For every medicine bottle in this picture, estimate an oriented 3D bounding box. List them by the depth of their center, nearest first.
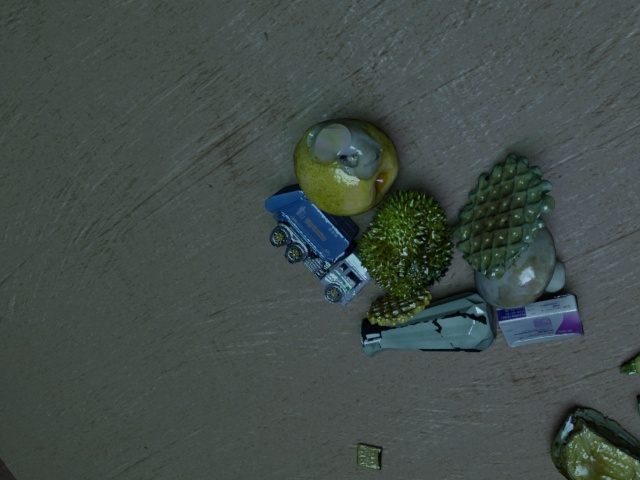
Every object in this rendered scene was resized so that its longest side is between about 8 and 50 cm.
[{"bbox_3d":[0.580,0.213,1.594,0.201,0.052,0.171,-13,143,19],"label":"medicine bottle"}]

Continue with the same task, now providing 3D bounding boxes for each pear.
[{"bbox_3d":[0.062,-0.193,1.554,0.271,0.271,0.271,5,108,15],"label":"pear"}]

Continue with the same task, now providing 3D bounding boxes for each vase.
[{"bbox_3d":[0.295,0.246,1.679,0.360,0.165,0.165,-13,103,24],"label":"vase"}]

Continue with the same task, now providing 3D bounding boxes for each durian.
[{"bbox_3d":[0.221,0.007,1.569,0.225,0.291,0.291,18,119,58],"label":"durian"}]

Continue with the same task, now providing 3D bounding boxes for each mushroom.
[{"bbox_3d":[0.521,0.071,1.533,0.244,0.243,0.243,5,108,15],"label":"mushroom"}]

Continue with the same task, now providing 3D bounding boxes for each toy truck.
[{"bbox_3d":[0.000,0.000,1.686,0.175,0.146,0.367,-40,95,27],"label":"toy truck"}]

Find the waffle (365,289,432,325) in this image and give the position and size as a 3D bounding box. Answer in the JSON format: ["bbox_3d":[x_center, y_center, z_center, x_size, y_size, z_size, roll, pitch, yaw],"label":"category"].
[{"bbox_3d":[0.217,0.179,1.670,0.191,0.191,0.038,-17,106,20],"label":"waffle"}]

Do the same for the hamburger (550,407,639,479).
[{"bbox_3d":[0.772,0.615,1.661,0.309,0.132,0.211,32,113,5],"label":"hamburger"}]

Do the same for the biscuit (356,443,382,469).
[{"bbox_3d":[0.156,0.689,1.926,0.081,0.018,0.083,5,107,15],"label":"biscuit"}]

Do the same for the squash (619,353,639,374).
[{"bbox_3d":[0.896,0.321,1.568,0.224,0.094,0.094,-14,102,27],"label":"squash"}]

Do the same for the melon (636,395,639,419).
[{"bbox_3d":[0.926,0.504,1.622,0.118,0.064,0.209,-15,105,19],"label":"melon"}]

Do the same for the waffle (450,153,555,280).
[{"bbox_3d":[0.439,-0.061,1.471,0.056,0.309,0.292,24,111,-20],"label":"waffle"}]
